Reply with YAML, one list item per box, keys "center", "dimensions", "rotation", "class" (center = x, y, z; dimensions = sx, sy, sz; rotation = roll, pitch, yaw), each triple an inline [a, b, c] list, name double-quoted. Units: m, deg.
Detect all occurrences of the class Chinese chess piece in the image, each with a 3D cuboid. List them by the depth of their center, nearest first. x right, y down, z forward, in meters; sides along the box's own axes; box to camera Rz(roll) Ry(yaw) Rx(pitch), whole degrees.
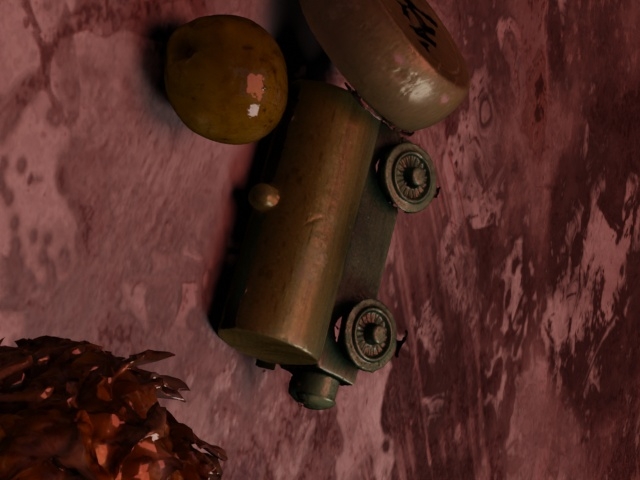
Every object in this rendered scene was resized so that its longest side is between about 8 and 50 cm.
- center: [0.063, -0.192, 1.702]
  dimensions: [0.188, 0.083, 0.188]
  rotation: [45, 19, -21]
  class: "Chinese chess piece"

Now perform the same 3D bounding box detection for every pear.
- center: [-0.076, -0.132, 1.504]
  dimensions: [0.131, 0.107, 0.107]
  rotation: [43, 57, -50]
  class: "pear"

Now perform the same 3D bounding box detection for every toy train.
- center: [-0.007, 0.000, 1.695]
  dimensions: [0.189, 0.126, 0.307]
  rotation: [25, 70, -29]
  class: "toy train"

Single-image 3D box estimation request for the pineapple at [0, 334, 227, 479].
- center: [-0.198, 0.216, 1.078]
  dimensions: [0.352, 0.352, 0.300]
  rotation: [-25, 111, -61]
  class: "pineapple"
